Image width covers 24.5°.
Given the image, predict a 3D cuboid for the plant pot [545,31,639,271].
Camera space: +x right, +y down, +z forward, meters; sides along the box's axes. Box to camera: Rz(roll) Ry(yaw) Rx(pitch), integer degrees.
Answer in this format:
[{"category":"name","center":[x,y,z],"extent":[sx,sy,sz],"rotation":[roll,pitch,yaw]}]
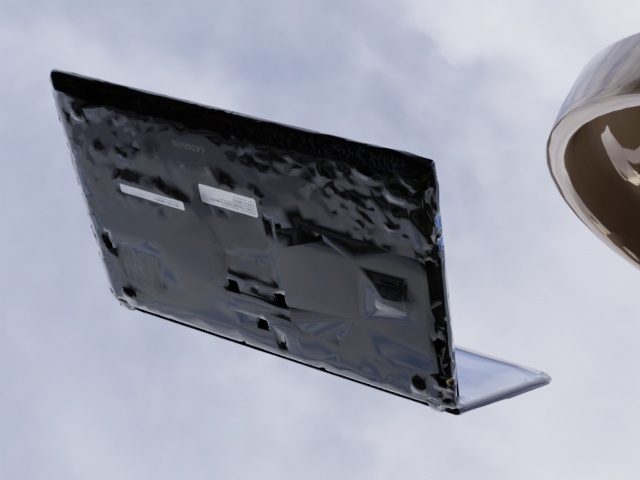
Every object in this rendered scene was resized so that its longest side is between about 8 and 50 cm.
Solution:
[{"category":"plant pot","center":[0.212,-0.035,0.547],"extent":[0.237,0.237,0.109],"rotation":[18,-107,27]}]

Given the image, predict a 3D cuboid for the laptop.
[{"category":"laptop","center":[0.000,0.000,0.855],"extent":[0.234,0.264,0.136],"rotation":[15,-135,27]}]
